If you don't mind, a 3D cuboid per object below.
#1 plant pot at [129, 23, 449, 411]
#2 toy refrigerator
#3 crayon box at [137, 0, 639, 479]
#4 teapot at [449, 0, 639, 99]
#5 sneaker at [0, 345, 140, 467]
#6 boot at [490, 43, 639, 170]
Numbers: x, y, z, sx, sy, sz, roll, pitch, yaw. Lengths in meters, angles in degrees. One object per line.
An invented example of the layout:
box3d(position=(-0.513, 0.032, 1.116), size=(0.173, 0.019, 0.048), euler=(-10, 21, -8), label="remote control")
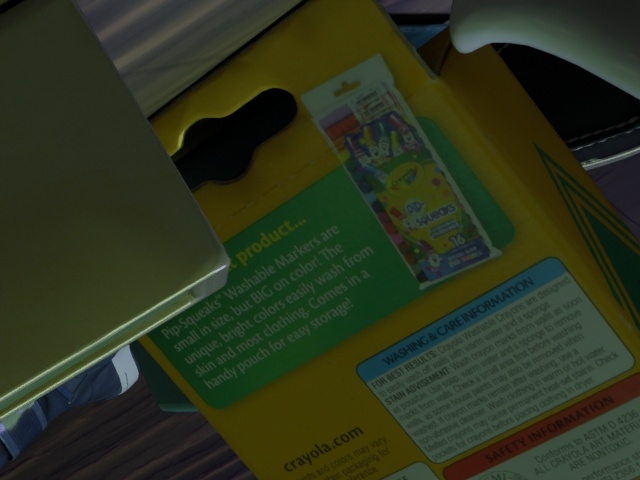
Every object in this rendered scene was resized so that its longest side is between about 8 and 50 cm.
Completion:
box3d(position=(0.000, 0.000, 0.769), size=(0.234, 0.165, 0.166), euler=(-25, 180, 22), label="plant pot")
box3d(position=(-0.159, 0.046, 0.361), size=(0.270, 0.094, 0.102), euler=(-31, 178, -7), label="toy refrigerator")
box3d(position=(0.049, 0.045, 0.619), size=(0.203, 0.323, 0.083), euler=(-32, -165, 28), label="crayon box")
box3d(position=(0.173, -0.113, 0.346), size=(0.256, 0.187, 0.252), euler=(-58, -167, 12), label="teapot")
box3d(position=(-0.203, 0.100, 0.886), size=(0.163, 0.086, 0.226), euler=(-42, 172, -19), label="sneaker")
box3d(position=(0.235, -0.153, 0.792), size=(0.378, 0.138, 0.284), euler=(-20, 174, 14), label="boot")
